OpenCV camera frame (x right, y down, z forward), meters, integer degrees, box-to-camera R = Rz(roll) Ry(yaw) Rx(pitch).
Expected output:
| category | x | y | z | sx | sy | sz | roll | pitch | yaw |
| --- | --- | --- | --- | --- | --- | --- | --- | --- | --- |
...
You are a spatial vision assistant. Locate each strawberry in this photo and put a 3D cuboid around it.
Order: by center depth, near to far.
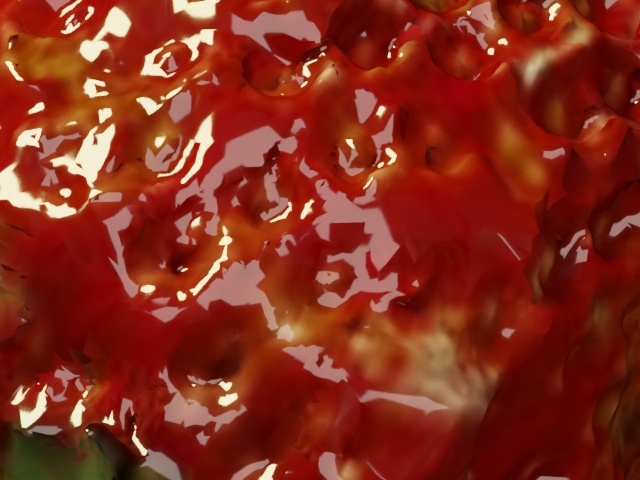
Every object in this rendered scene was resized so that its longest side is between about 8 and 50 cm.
| category | x | y | z | sx | sy | sz | roll | pitch | yaw |
| --- | --- | --- | --- | --- | --- | --- | --- | --- | --- |
| strawberry | -0.006 | 0.012 | 0.480 | 0.291 | 0.292 | 0.310 | 36 | 50 | 7 |
